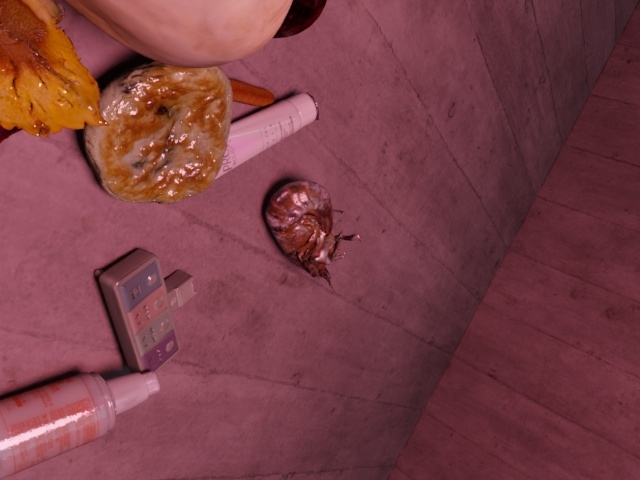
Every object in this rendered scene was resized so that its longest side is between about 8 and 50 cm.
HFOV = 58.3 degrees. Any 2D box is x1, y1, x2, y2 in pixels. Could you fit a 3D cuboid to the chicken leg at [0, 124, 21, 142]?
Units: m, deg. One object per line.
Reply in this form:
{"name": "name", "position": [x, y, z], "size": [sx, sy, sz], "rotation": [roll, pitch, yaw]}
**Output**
{"name": "chicken leg", "position": [-0.383, -0.095, 0.629], "size": [0.205, 0.053, 0.093], "rotation": [-45, 167, -15]}

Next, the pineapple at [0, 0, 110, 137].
{"name": "pineapple", "position": [-0.345, -0.218, 0.571], "size": [0.140, 0.164, 0.250], "rotation": [-26, 143, 13]}

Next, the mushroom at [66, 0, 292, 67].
{"name": "mushroom", "position": [-0.129, -0.354, 0.578], "size": [0.336, 0.314, 0.314], "rotation": [-61, 148, -13]}

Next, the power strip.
{"name": "power strip", "position": [-0.269, 0.105, 0.928], "size": [0.145, 0.061, 0.215], "rotation": [-41, 142, -42]}

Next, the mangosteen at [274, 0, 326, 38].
{"name": "mangosteen", "position": [-0.064, -0.370, 0.787], "size": [0.172, 0.173, 0.184], "rotation": [54, 48, -54]}

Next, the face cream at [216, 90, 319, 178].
{"name": "face cream", "position": [-0.109, -0.178, 0.952], "size": [0.244, 0.058, 0.092], "rotation": [-35, 142, -28]}

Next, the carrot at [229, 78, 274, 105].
{"name": "carrot", "position": [-0.151, -0.229, 0.866], "size": [0.248, 0.043, 0.043], "rotation": [-6, 117, -54]}

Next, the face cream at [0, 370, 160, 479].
{"name": "face cream", "position": [-0.350, 0.246, 0.834], "size": [0.252, 0.101, 0.101], "rotation": [-15, 124, -40]}

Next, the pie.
{"name": "pie", "position": [-0.208, -0.146, 0.788], "size": [0.240, 0.054, 0.240], "rotation": [-33, 149, -23]}

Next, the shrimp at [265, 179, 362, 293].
{"name": "shrimp", "position": [-0.007, 0.000, 1.158], "size": [0.145, 0.116, 0.343], "rotation": [-38, 142, -11]}
